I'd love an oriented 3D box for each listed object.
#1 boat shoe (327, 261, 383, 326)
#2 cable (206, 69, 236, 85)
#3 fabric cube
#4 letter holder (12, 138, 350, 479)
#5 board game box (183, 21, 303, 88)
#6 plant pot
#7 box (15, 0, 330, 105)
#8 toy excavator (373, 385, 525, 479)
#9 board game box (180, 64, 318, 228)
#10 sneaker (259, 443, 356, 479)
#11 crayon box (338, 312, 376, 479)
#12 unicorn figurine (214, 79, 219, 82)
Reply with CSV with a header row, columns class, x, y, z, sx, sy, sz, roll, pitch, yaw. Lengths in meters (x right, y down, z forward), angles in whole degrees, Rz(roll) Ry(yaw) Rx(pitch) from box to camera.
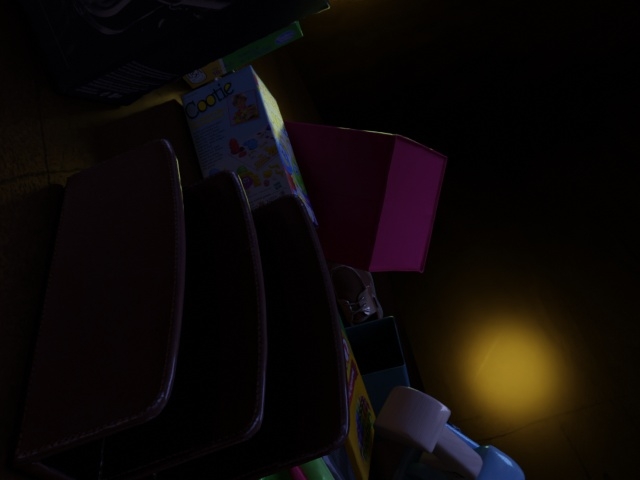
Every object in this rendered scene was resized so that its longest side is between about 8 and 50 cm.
class,x,y,z,sx,sy,sz,roll,pitch,yaw
boat shoe,0.110,0.176,1.715,0.116,0.123,0.324,-98,161,-48
cable,-0.206,-0.320,1.353,0.287,0.072,0.140,74,-5,-60
fabric cube,0.070,-0.082,1.219,0.254,0.258,0.259,7,96,-58
letter holder,-0.109,0.049,0.538,0.152,0.214,0.302,58,14,-45
board game box,-0.196,-0.412,1.010,0.316,0.242,0.064,45,25,-63
plant pot,0.121,0.326,1.343,0.166,0.165,0.234,-95,168,-59
box,-0.202,-0.383,0.700,0.179,0.312,0.344,-42,109,-79
toy excavator,0.259,0.442,1.161,0.432,0.222,0.445,34,-24,0
board game box,-0.124,-0.138,1.068,0.142,0.144,0.276,41,29,-70
sneaker,-0.059,0.216,0.687,0.202,0.185,0.483,84,-4,-53
crayon box,0.021,0.276,1.026,0.202,0.081,0.319,-63,136,-71
unicorn figurine,-0.183,-0.256,1.237,0.111,0.060,0.162,-72,161,-45
